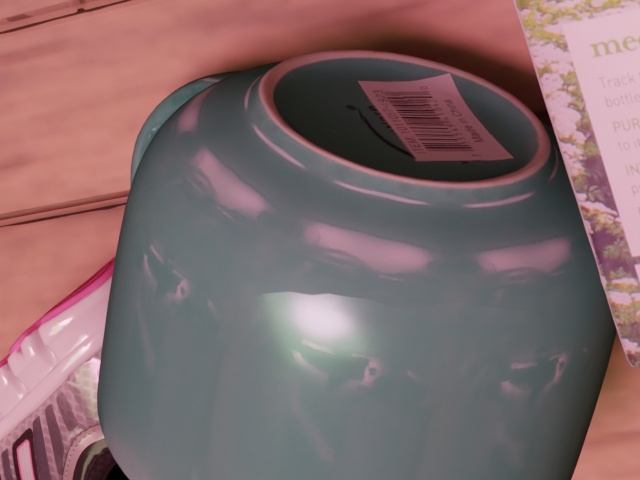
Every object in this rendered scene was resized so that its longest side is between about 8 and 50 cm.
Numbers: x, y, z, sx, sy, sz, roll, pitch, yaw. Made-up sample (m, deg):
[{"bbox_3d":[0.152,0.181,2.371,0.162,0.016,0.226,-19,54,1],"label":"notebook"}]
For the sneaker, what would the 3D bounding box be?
[{"bbox_3d":[-0.088,0.083,0.599,0.075,0.063,0.170,45,122,6],"label":"sneaker"}]

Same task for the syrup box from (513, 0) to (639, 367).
[{"bbox_3d":[0.088,-0.099,0.392,0.093,0.096,0.237,-10,111,28],"label":"syrup box"}]

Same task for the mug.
[{"bbox_3d":[0.000,0.005,0.472,0.157,0.129,0.097,21,121,15],"label":"mug"}]
